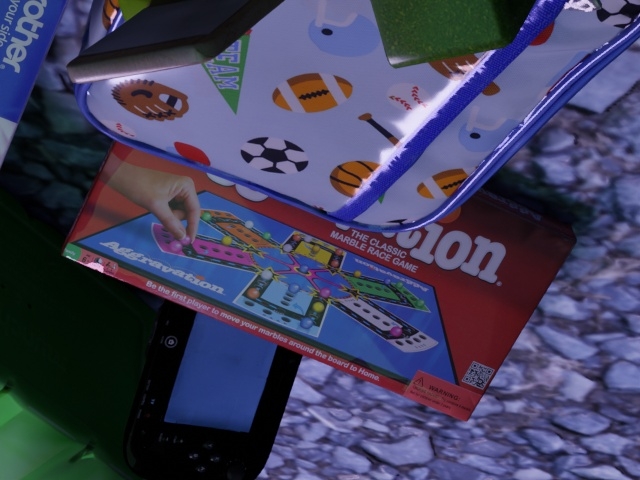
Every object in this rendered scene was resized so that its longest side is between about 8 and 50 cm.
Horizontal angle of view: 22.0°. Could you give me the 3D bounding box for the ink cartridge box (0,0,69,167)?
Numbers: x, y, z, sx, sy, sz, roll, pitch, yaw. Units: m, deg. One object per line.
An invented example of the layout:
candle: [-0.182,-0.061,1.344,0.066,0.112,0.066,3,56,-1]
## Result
ink cartridge box: [-0.215,-0.083,0.922,0.097,0.046,0.207,22,114,-11]

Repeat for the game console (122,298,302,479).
game console: [-0.097,0.142,1.085,0.213,0.361,0.044,9,-164,-34]

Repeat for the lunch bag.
lunch bag: [0.026,-0.122,0.803,0.243,0.115,0.303,22,148,-16]

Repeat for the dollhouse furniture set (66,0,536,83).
dollhouse furniture set: [-0.045,-0.215,0.546,0.198,0.151,0.301,-6,115,27]

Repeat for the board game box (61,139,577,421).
board game box: [0.000,0.000,1.006,0.281,0.027,0.145,23,111,-13]

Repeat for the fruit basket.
fruit basket: [-0.344,0.098,1.171,0.392,0.283,0.392,-2,136,-2]
